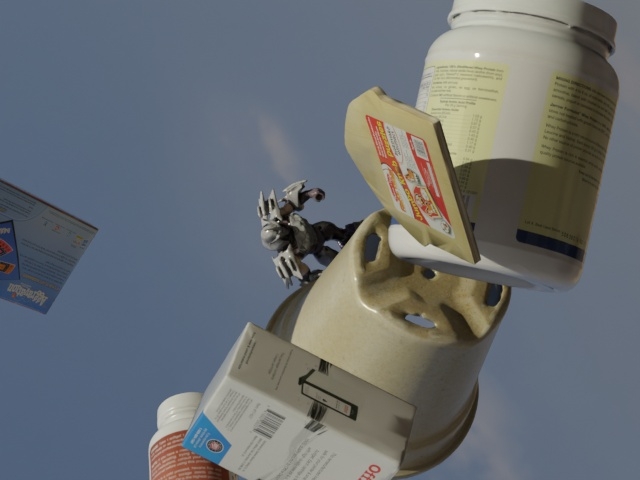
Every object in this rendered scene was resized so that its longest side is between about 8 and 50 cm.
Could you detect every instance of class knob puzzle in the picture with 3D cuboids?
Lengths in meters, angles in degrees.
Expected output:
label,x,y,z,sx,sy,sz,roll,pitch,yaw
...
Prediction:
label,x,y,z,sx,sy,sz,roll,pitch,yaw
knob puzzle,0.089,-0.079,1.428,0.030,0.213,0.213,-33,-92,-19

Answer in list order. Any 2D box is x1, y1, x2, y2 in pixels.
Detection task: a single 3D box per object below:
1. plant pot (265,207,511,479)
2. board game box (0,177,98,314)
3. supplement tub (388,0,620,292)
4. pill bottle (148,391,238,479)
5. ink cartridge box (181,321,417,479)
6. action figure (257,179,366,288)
label,x,y,z,sx,sy,sz,roll,pitch,yaw
plant pot,0.107,0.116,1.912,0.334,0.305,0.333,8,-124,-11
board game box,-0.408,0.006,1.848,0.027,0.145,0.281,30,178,25
supplement tub,0.223,-0.116,1.650,0.235,0.235,0.324,18,-97,-49
pill bottle,-0.172,0.320,1.889,0.121,0.121,0.216,31,-144,-37
ink cartridge box,-0.023,0.197,1.465,0.203,0.148,0.086,28,-135,-6
action figure,0.000,0.000,2.204,0.285,0.099,0.185,13,-117,-52
